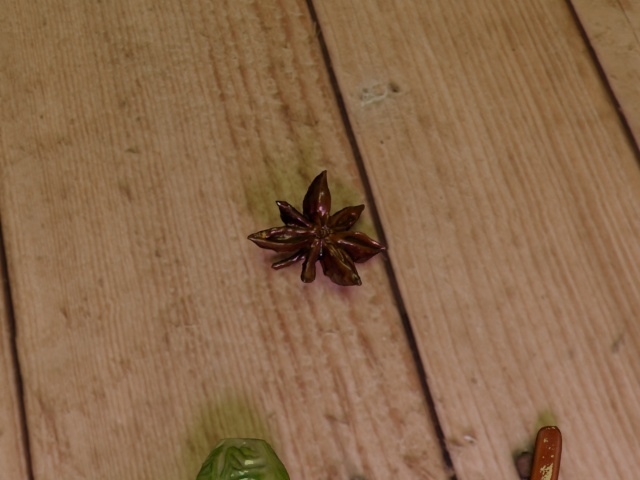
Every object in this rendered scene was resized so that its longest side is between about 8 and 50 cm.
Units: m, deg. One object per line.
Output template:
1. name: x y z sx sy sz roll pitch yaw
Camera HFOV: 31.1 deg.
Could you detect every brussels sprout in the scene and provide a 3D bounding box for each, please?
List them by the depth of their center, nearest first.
1. brussels sprout: -0.113 0.359 1.673 0.155 0.117 0.155 -1 72 4

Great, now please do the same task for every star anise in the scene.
1. star anise: 0.002 -0.006 1.867 0.212 0.111 0.196 22 70 4

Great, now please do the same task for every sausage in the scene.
1. sausage: 0.336 0.337 1.716 0.041 0.039 0.131 8 61 14
